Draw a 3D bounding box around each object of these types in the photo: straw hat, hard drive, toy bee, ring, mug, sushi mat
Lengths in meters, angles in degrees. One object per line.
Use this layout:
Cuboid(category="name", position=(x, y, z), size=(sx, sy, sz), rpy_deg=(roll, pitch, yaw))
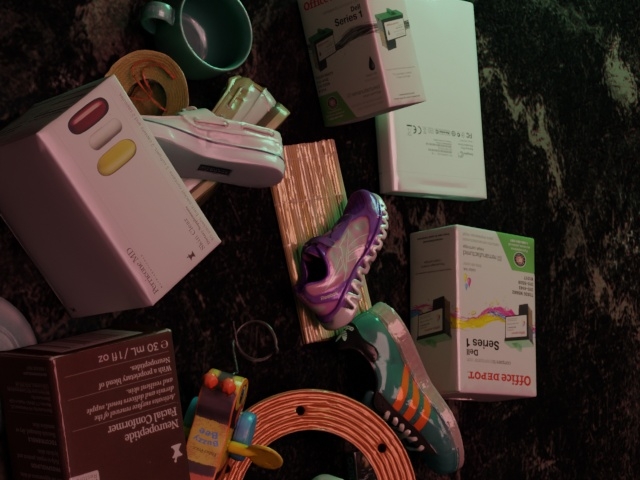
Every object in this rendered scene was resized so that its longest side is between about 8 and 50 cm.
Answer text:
Cuboid(category="straw hat", position=(-0.244, -0.192, 1.869), size=(0.061, 0.144, 0.144), rpy_deg=(44, 42, -81))
Cuboid(category="hard drive", position=(0.185, -0.250, 2.271), size=(0.233, 0.047, 0.353), rpy_deg=(3, 81, -41))
Cuboid(category="toy bee", position=(-0.153, 0.241, 1.810), size=(0.195, 0.162, 0.298), rpy_deg=(-5, 73, 2))
Cuboid(category="ring", position=(-0.018, 0.386, 1.923), size=(0.336, 0.032, 0.336), rpy_deg=(2, 84, -17))
Cuboid(category="mug", position=(-0.187, -0.308, 1.919), size=(0.158, 0.097, 0.129), rpy_deg=(49, 55, -23))
Cuboid(category="sushi mat", position=(0.000, 0.000, 2.083), size=(0.151, 0.019, 0.316), rpy_deg=(-14, 91, -43))

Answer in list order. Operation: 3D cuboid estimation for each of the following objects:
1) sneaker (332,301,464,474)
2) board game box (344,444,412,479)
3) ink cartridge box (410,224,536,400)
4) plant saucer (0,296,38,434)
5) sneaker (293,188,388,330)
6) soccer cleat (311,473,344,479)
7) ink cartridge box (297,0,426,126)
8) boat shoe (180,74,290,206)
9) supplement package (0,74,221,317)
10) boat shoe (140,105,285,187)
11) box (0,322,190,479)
Cuboid(category="sneaker", position=(0.116, 0.255, 2.086), size=(0.121, 0.108, 0.302), rpy_deg=(-32, 99, -23))
Cuboid(category="board game box", position=(0.098, 0.422, 2.089), size=(0.126, 0.026, 0.186), rpy_deg=(1, 82, -42))
Cuboid(category="ink cartridge box", position=(0.258, 0.127, 2.220), size=(0.201, 0.117, 0.278), rpy_deg=(9, 77, -40))
Cuboid(category="plant saucer", position=(-0.431, 0.156, 1.663), size=(0.195, 0.037, 0.195), rpy_deg=(9, 76, -41))
Cuboid(category="sneaker", position=(0.025, 0.016, 2.032), size=(0.104, 0.095, 0.236), rpy_deg=(32, 64, -25))
Cuboid(category="soccer cleat", position=(0.029, 0.449, 1.990), size=(0.068, 0.076, 0.196), rpy_deg=(-21, 96, -42))
Cuboid(category="ink cartridge box", position=(0.063, -0.307, 2.098), size=(0.092, 0.160, 0.219), rpy_deg=(-14, 91, -42))
Cuboid(category="boat shoe", position=(-0.174, -0.122, 1.903), size=(0.103, 0.113, 0.302), rpy_deg=(44, 56, -2))
Cuboid(category="supplement package", position=(-0.296, -0.051, 1.706), size=(0.145, 0.204, 0.262), rpy_deg=(-46, 113, -36))
Cuboid(category="boat shoe", position=(-0.170, -0.138, 1.803), size=(0.258, 0.095, 0.084), rpy_deg=(14, 60, -28))
Cuboid(category="box", position=(-0.277, 0.311, 1.679), size=(0.191, 0.143, 0.381), rpy_deg=(-12, 99, -44))
